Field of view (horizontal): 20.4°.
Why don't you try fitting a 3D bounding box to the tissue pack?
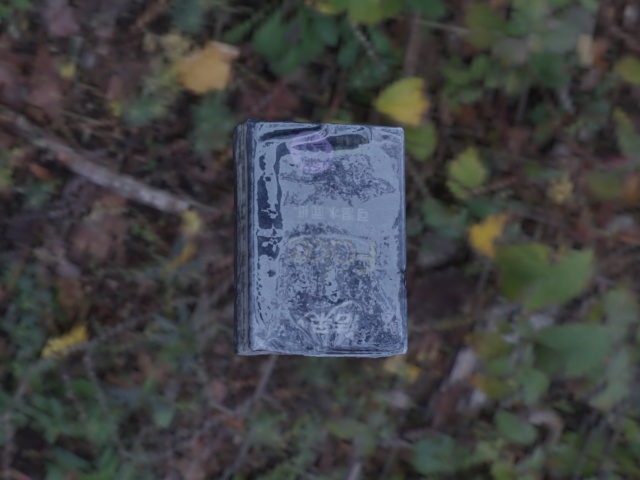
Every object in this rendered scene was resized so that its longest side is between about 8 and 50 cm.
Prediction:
[{"bbox_3d":[0.000,0.000,1.172,0.112,0.051,0.156,2,82,-19],"label":"tissue pack"}]
